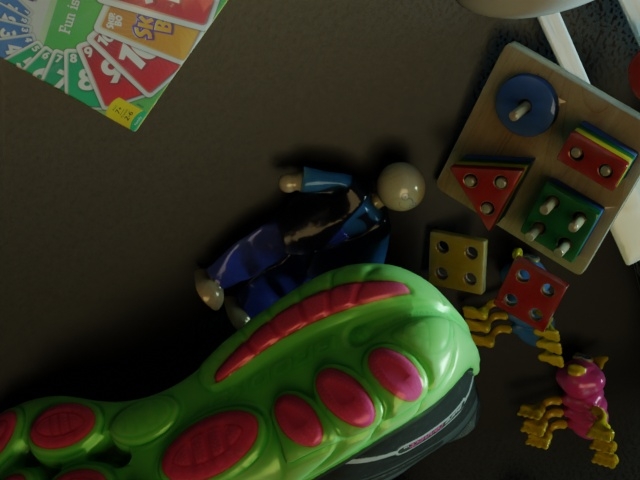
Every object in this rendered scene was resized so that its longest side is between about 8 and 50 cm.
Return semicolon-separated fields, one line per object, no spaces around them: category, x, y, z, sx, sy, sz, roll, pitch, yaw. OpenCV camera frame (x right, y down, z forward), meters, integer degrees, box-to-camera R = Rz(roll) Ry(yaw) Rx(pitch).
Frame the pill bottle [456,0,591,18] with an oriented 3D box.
pill bottle;0.114;-0.282;0.863;0.146;0.146;0.264;-21;123;2

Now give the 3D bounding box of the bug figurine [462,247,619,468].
bug figurine;0.258;0.109;1.120;0.279;0.072;0.216;16;137;31

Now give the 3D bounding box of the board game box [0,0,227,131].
board game box;-0.201;-0.186;0.932;0.259;0.039;0.124;30;111;-22

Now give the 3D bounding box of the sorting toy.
sorting toy;0.157;-0.047;1.027;0.132;0.046;0.274;33;123;13

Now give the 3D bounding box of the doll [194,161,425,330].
doll;0.000;0.000;1.072;0.189;0.046;0.129;-35;125;14

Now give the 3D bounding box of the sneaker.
sneaker;-0.088;0.189;1.086;0.483;0.185;0.202;-22;143;18

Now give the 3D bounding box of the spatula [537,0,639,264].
spatula;0.254;-0.121;1.022;0.168;0.019;0.242;-24;101;9

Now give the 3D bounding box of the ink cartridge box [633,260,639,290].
ink cartridge box;0.350;0.038;1.152;0.165;0.065;0.332;-20;121;1
